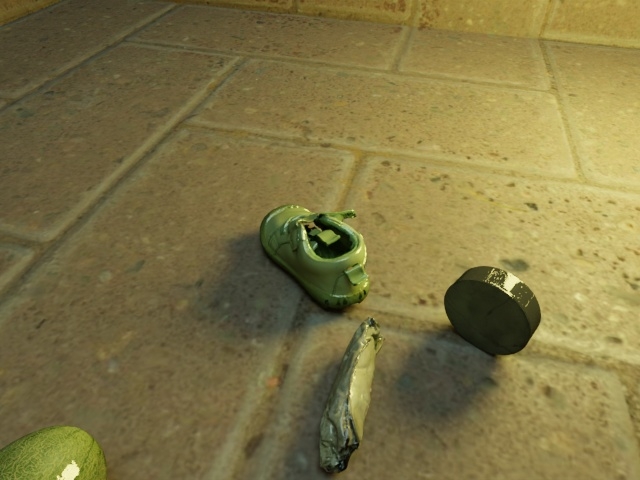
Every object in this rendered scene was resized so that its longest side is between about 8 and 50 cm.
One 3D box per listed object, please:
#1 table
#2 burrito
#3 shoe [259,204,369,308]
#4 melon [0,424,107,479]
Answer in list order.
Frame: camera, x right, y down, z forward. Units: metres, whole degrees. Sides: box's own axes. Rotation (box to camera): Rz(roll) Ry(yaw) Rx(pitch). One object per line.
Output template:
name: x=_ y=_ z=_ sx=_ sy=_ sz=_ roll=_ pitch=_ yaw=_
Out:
table: x=0.255 y=0.105 z=0.700 sx=0.134 sy=0.133 sz=0.043 roll=32 pitch=49 yaw=29
burrito: x=0.047 y=0.201 z=0.642 sx=0.058 sy=0.063 sz=0.229 roll=35 pitch=44 yaw=-5
shoe: x=0.000 y=0.005 z=0.828 sx=0.140 sy=0.128 sz=0.262 roll=-11 pitch=44 yaw=-33
melon: x=-0.307 y=0.287 z=0.478 sx=0.139 sy=0.139 sz=0.192 roll=13 pitch=39 yaw=12
